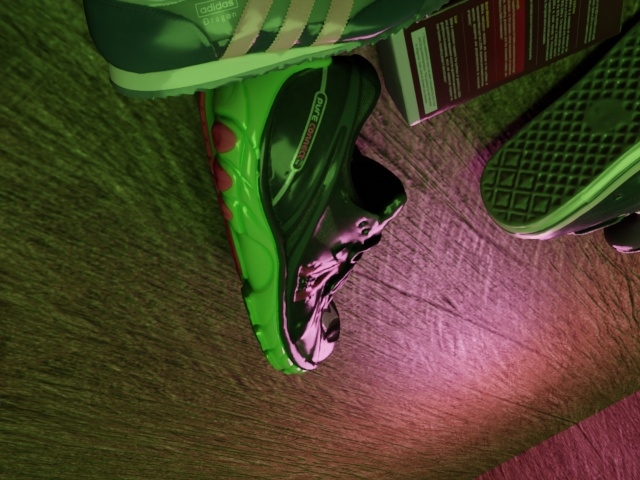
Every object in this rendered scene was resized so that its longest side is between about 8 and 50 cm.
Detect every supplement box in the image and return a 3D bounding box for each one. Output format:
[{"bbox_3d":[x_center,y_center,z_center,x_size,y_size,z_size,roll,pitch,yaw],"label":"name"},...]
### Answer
[{"bbox_3d":[0.175,-0.224,0.624,0.240,0.073,0.130,-23,144,1],"label":"supplement box"}]

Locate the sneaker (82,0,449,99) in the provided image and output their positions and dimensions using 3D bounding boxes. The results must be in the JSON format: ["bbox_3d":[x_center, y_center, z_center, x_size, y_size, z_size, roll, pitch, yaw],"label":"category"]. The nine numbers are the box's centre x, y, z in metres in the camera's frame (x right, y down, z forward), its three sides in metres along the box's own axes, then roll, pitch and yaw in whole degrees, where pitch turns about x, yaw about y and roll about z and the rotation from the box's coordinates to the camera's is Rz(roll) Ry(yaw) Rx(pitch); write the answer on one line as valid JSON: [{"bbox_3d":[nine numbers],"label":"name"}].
[{"bbox_3d":[-0.028,-0.216,0.497,0.319,0.112,0.131,-22,135,-11],"label":"sneaker"}]

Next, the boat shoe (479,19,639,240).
[{"bbox_3d":[0.426,-0.163,0.753,0.500,0.186,0.156,-39,146,28],"label":"boat shoe"}]

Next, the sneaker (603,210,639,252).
[{"bbox_3d":[0.500,-0.116,0.918,0.147,0.122,0.330,14,133,-16],"label":"sneaker"}]

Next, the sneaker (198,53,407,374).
[{"bbox_3d":[0.000,0.000,0.720,0.203,0.185,0.482,-13,144,-7],"label":"sneaker"}]
